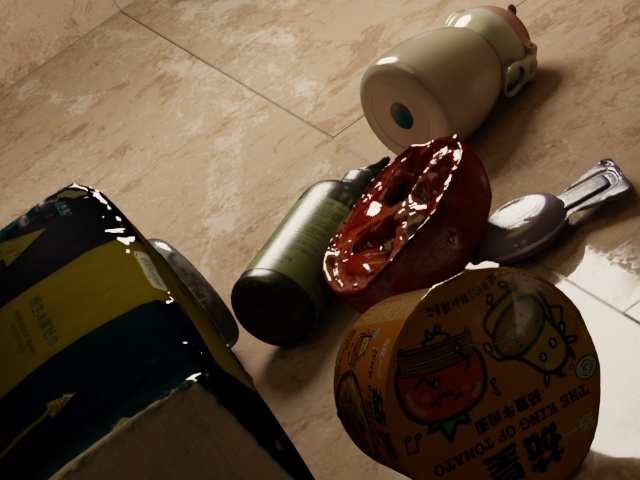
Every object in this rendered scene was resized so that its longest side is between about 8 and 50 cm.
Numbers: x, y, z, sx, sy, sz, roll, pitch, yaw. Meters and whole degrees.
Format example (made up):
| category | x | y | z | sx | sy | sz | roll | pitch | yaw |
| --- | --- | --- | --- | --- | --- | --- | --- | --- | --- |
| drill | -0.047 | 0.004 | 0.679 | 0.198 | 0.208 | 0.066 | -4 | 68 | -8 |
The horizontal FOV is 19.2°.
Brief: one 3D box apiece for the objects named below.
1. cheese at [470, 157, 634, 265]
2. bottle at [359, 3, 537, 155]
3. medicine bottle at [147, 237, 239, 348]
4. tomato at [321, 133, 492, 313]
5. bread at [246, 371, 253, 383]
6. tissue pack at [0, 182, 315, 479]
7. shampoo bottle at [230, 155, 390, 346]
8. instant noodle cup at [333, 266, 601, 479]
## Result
| category | x | y | z | sx | sy | sz | roll | pitch | yaw |
| --- | --- | --- | --- | --- | --- | --- | --- | --- | --- |
| cheese | 0.241 | -0.027 | 2.029 | 0.191 | 0.042 | 0.105 | -29 | 25 | 4 |
| bottle | 0.174 | -0.212 | 2.368 | 0.236 | 0.147 | 0.147 | -39 | 22 | -33 |
| medicine bottle | -0.240 | 0.140 | 2.159 | 0.273 | 0.165 | 0.165 | -42 | 24 | -12 |
| tomato | 0.107 | -0.003 | 2.061 | 0.228 | 0.101 | 0.228 | -47 | 20 | 23 |
| bread | -0.099 | 0.171 | 2.082 | 0.049 | 0.034 | 0.088 | -19 | 25 | 15 |
| tissue pack | -0.201 | 0.166 | 1.836 | 0.253 | 0.264 | 0.416 | -37 | 35 | -2 |
| shampoo bottle | 0.000 | 0.000 | 2.209 | 0.101 | 0.101 | 0.284 | -13 | 30 | 39 |
| instant noodle cup | 0.118 | 0.130 | 1.684 | 0.216 | 0.216 | 0.172 | -41 | 15 | -19 |
